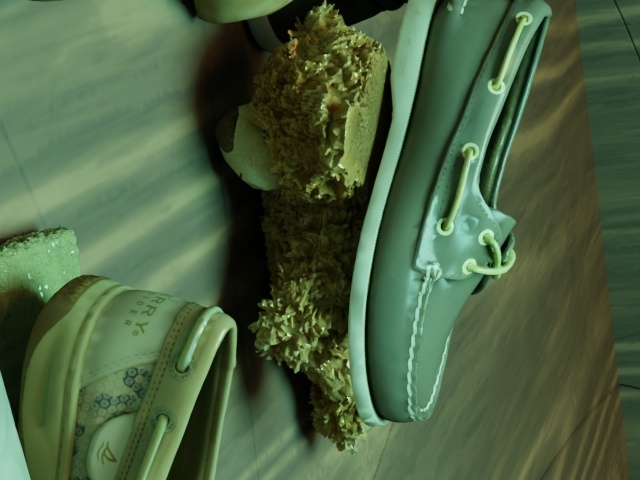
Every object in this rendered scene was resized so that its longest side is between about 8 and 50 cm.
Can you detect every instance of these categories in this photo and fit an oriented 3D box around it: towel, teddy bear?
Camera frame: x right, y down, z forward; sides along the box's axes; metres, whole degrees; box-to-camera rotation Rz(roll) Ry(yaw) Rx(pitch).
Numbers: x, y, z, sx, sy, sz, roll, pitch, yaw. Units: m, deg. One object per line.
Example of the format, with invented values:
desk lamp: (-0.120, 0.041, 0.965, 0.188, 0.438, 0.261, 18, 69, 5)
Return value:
towel: (-0.151, 0.055, 0.736, 0.148, 0.027, 0.110, -37, 120, -66)
teddy bear: (0.000, 0.000, 1.082, 0.338, 0.113, 0.245, 67, 34, -59)

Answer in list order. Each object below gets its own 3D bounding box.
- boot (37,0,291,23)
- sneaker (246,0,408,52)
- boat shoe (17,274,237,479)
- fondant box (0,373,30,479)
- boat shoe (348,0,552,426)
boot: (-0.070, -0.180, 0.875, 0.089, 0.236, 0.269, 50, -7, 10)
sneaker: (0.011, -0.289, 1.076, 0.104, 0.147, 0.295, -17, 100, -68)
boat shoe: (-0.092, 0.160, 0.739, 0.104, 0.089, 0.285, -45, 140, -62)
fondant box: (-0.166, 0.089, 0.488, 0.238, 0.096, 0.330, -99, 177, -71)
boat shoe: (0.086, -0.023, 1.004, 0.109, 0.091, 0.305, 27, 72, -72)
